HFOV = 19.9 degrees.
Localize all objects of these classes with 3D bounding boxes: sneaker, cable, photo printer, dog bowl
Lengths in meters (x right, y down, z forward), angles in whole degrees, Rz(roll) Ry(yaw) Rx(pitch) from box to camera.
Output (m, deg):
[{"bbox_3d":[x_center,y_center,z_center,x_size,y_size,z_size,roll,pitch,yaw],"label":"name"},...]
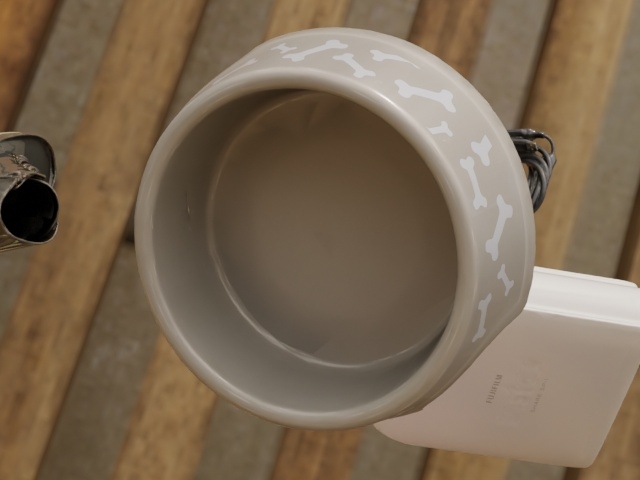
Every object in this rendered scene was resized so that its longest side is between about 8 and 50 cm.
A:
[{"bbox_3d":[-0.225,-0.030,1.358,0.118,0.222,0.083,-8,-72,23],"label":"sneaker"},{"bbox_3d":[0.192,-0.067,2.210,0.184,0.151,0.047,-2,-34,25],"label":"cable"},{"bbox_3d":[0.214,0.143,2.186,0.307,0.107,0.256,10,-55,-12],"label":"photo printer"},{"bbox_3d":[0.000,0.000,1.527,0.348,0.349,0.102,10,17,20],"label":"dog bowl"}]
